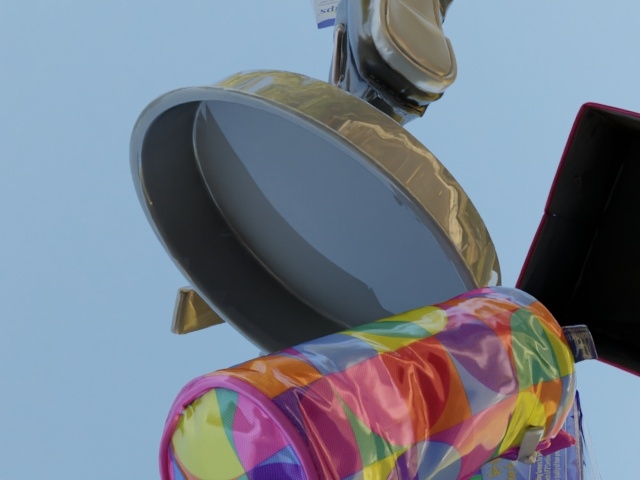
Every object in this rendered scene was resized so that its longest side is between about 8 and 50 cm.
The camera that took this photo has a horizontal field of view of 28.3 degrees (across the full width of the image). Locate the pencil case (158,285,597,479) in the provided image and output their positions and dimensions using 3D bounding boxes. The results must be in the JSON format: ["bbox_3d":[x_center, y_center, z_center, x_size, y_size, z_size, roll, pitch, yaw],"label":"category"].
[{"bbox_3d":[0.036,0.086,0.612,0.236,0.104,0.104,-12,-92,-47],"label":"pencil case"}]

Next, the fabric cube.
[{"bbox_3d":[0.390,0.017,1.391,0.258,0.254,0.259,8,-77,-64],"label":"fabric cube"}]

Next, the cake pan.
[{"bbox_3d":[0.000,0.000,0.862,0.293,0.293,0.054,49,-122,-16],"label":"cake pan"}]

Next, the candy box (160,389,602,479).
[{"bbox_3d":[0.020,0.214,0.796,0.268,0.317,0.122,-48,-56,-73],"label":"candy box"}]

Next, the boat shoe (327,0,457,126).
[{"bbox_3d":[0.053,-0.195,1.079,0.112,0.095,0.335,35,-149,-18],"label":"boat shoe"}]

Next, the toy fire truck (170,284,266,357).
[{"bbox_3d":[-0.035,0.116,1.228,0.246,0.158,0.217,8,-94,-15],"label":"toy fire truck"}]

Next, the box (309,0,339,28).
[{"bbox_3d":[0.010,-0.340,1.478,0.072,0.137,0.126,-13,-116,-1],"label":"box"}]
